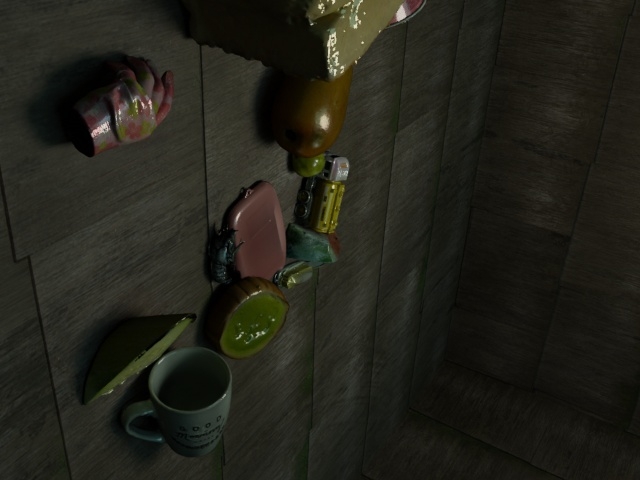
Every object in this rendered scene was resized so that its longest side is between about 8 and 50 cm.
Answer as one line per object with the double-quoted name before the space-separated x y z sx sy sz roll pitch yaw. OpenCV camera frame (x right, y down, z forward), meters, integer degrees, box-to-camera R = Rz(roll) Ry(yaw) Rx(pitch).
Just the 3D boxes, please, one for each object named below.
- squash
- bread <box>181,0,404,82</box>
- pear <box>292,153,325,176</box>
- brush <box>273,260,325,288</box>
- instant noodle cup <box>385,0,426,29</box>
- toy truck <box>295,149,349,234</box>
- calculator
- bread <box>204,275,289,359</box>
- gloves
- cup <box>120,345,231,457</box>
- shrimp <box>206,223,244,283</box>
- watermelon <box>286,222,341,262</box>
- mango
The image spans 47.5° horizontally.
"squash" -0.362 0.239 1.533 0.237 0.155 0.204 -36 137 -53
"bread" -0.045 -0.532 1.375 0.390 0.371 0.279 -51 152 -29
"pear" -0.028 -0.214 1.950 0.097 0.092 0.092 1 108 -44
"brush" -0.036 0.088 2.175 0.297 0.060 0.068 -26 127 -56
"instant noodle cup" 0.131 -0.692 1.815 0.244 0.243 0.255 -56 142 -28
"toy truck" 0.012 -0.138 2.051 0.098 0.114 0.227 -13 119 -60
"calculator" -0.163 0.002 1.880 0.220 0.048 0.330 -47 144 -37
"bread" -0.186 0.200 1.877 0.236 0.070 0.236 -29 137 -31
"gloves" -0.336 -0.241 1.292 0.241 0.126 0.145 -41 137 -34
"cup" -0.338 0.404 1.707 0.258 0.186 0.234 -15 136 -25
"shrimp" -0.228 0.042 1.743 0.076 0.082 0.174 -44 151 -52
"watermelon" 0.000 0.000 2.129 0.241 0.154 0.095 -32 136 -71
"mango" -0.011 -0.355 1.798 0.211 0.172 0.317 60 47 -58
